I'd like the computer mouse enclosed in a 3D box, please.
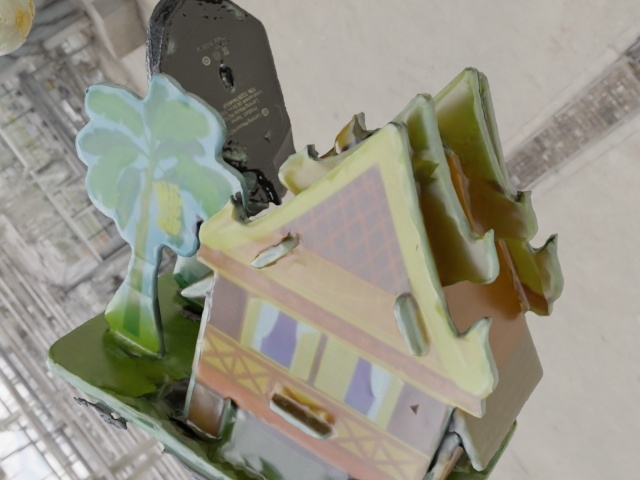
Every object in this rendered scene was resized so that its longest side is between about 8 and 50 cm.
[{"bbox_3d":[-0.084,-0.112,0.696,0.062,0.106,0.192,6,123,53],"label":"computer mouse"}]

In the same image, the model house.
[{"bbox_3d":[0.000,0.000,0.621,0.357,0.242,0.313,28,121,21],"label":"model house"}]

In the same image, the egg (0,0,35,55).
[{"bbox_3d":[-0.263,-0.180,0.678,0.083,0.071,0.071,28,152,59],"label":"egg"}]
